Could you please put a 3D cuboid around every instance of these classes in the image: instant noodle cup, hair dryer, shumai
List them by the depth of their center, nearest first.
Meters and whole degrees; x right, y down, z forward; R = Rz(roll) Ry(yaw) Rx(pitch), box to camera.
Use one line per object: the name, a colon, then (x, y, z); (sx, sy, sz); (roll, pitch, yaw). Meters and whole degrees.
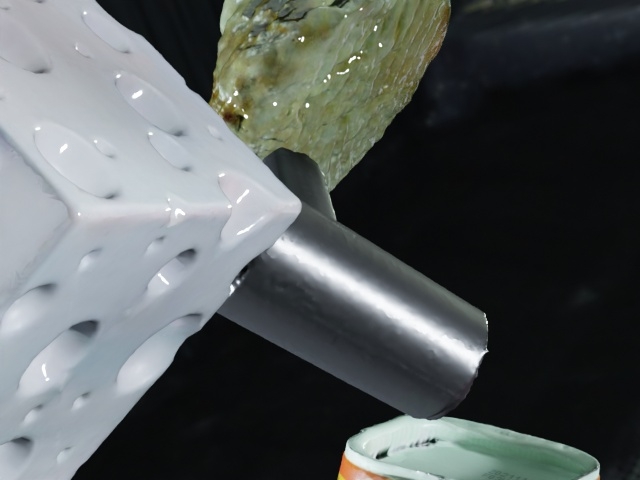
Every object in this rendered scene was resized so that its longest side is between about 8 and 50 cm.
hair dryer: (0.000, 0.000, 1.276); (0.089, 0.197, 0.251); (-53, -158, 18)
shumai: (-0.037, -0.168, 1.577); (0.204, 0.222, 0.272); (35, -110, 24)
instant noodle cup: (0.111, 0.326, 1.642); (0.294, 0.307, 0.294); (6, -170, -1)

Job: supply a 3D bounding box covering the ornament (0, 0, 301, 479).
ornament: (-0.205, -0.012, 0.973); (0.239, 0.240, 0.240); (-48, 164, 18)
